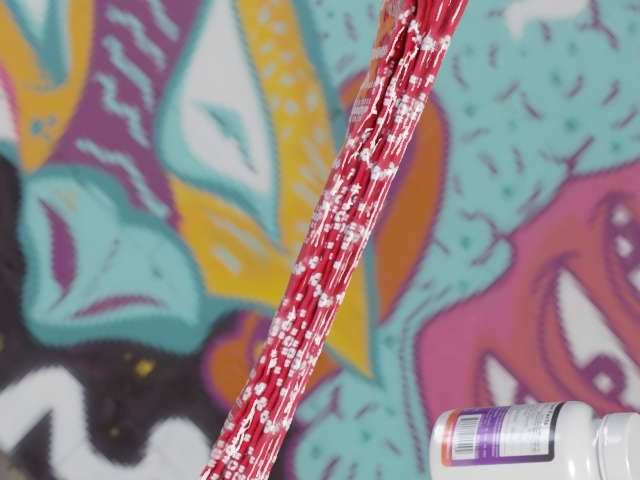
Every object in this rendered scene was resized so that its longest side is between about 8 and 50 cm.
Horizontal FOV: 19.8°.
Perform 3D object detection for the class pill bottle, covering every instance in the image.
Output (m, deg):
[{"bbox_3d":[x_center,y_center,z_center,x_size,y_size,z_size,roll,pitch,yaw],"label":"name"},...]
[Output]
[{"bbox_3d":[0.211,0.209,1.748,0.108,0.193,0.108,23,64,-61],"label":"pill bottle"}]

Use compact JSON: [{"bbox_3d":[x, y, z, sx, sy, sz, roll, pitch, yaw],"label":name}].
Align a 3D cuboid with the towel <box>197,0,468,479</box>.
[{"bbox_3d":[0.000,0.000,0.884,0.031,0.275,0.199,23,1,-2],"label":"towel"}]
